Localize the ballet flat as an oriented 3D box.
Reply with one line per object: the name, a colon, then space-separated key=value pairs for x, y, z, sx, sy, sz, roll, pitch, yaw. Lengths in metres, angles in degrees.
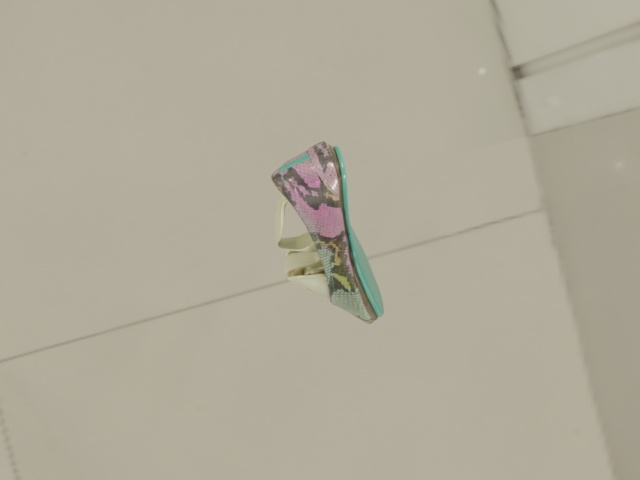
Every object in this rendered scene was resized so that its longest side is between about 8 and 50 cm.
ballet flat: x=0.000 y=0.000 z=1.451 sx=0.079 sy=0.221 sz=0.077 roll=-15 pitch=49 yaw=2
